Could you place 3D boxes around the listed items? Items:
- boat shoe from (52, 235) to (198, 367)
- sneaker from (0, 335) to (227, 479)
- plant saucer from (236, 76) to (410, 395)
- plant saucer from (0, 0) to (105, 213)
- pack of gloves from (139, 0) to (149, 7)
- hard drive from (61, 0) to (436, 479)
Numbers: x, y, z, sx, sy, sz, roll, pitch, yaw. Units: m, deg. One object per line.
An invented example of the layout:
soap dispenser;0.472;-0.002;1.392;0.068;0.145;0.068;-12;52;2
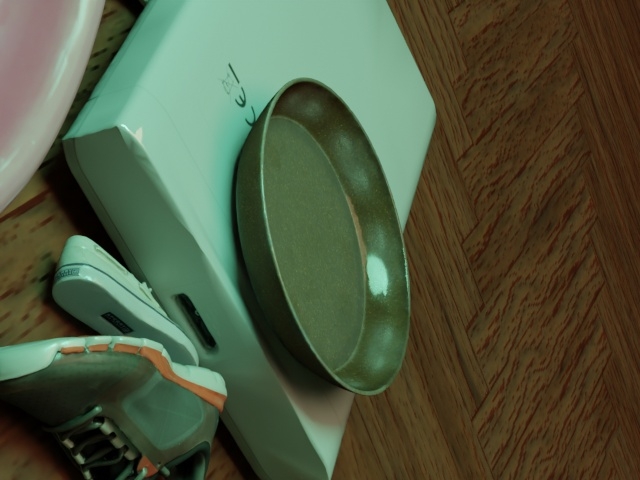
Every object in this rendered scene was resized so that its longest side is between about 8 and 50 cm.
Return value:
boat shoe;-0.090;0.032;0.744;0.100;0.035;0.035;44;34;-41
sneaker;-0.089;0.081;0.693;0.158;0.061;0.064;25;61;-56
plant saucer;0.000;0.000;0.819;0.168;0.029;0.168;44;39;-50
plant saucer;-0.165;-0.160;0.550;0.332;0.084;0.332;6;90;-76
pack of gloves;-0.144;-0.248;0.801;0.232;0.046;0.195;48;36;-59
hard drive;-0.020;-0.063;0.902;0.233;0.047;0.353;62;28;-28
